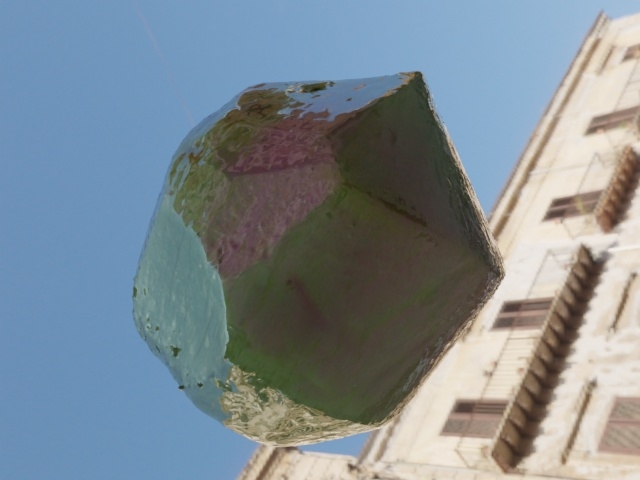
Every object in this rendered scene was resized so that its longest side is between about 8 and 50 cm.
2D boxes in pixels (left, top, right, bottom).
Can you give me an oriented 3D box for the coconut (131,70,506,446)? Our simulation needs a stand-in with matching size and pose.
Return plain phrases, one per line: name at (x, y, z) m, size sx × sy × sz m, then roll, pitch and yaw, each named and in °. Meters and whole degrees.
coconut at (0.000, 0.000, 0.486) m, size 0.204 × 0.236 × 0.236 m, roll 32°, pitch -122°, yaw -1°
